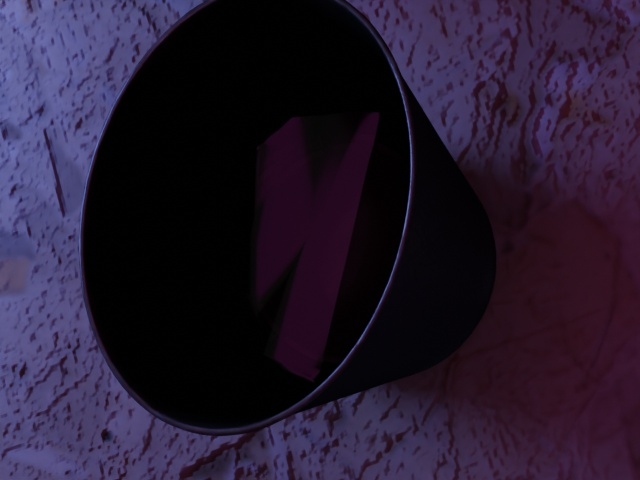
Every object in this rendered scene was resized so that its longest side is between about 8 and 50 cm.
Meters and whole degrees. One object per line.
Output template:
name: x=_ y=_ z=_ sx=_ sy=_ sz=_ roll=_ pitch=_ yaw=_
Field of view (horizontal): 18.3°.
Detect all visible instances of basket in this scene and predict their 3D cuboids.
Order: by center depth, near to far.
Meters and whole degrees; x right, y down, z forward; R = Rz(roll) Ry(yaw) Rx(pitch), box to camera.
basket: x=0.000 y=0.000 z=0.979 sx=0.154 sy=0.227 sz=0.204 roll=12 pitch=86 yaw=19
